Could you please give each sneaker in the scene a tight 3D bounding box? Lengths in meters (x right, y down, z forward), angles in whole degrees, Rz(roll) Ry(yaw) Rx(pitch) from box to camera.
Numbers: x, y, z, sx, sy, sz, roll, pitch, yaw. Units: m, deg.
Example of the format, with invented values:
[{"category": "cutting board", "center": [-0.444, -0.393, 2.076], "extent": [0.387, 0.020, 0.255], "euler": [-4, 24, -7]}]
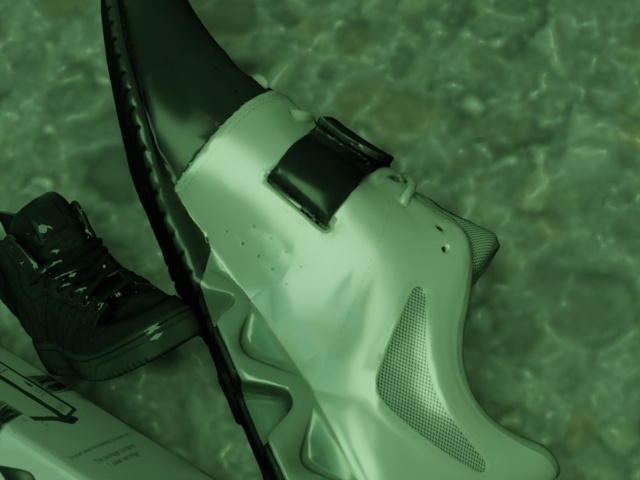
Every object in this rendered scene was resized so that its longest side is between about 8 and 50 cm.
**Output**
[{"category": "sneaker", "center": [0.000, 0.000, 0.645], "extent": [0.146, 0.122, 0.331], "euler": [-23, 77, -10]}, {"category": "sneaker", "center": [-0.121, 0.018, 0.647], "extent": [0.051, 0.170, 0.089], "euler": [-27, 98, -30]}]

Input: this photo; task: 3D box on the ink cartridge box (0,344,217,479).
[{"category": "ink cartridge box", "center": [-0.171, 0.133, 0.635], "extent": [0.203, 0.086, 0.148], "euler": [29, 101, 14]}]
